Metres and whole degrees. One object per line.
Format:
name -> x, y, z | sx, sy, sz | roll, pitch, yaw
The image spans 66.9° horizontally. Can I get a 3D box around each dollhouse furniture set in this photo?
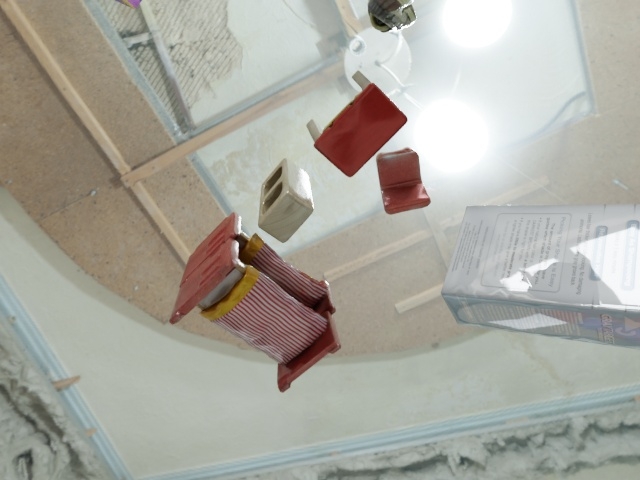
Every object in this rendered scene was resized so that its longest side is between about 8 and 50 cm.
dollhouse furniture set -> 0.000, 0.000, 0.636 | 0.201, 0.152, 0.374 | 38, -69, -24

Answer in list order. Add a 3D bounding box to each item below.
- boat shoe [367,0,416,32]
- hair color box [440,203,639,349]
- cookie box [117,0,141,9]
boat shoe -> 0.117, -0.403, 0.843 | 0.073, 0.223, 0.080 | -39, -86, 17
hair color box -> 0.396, 0.048, 0.729 | 0.374, 0.185, 0.113 | 2, -35, 36
cookie box -> -0.198, -0.244, 0.390 | 0.040, 0.107, 0.092 | -55, -31, -1
